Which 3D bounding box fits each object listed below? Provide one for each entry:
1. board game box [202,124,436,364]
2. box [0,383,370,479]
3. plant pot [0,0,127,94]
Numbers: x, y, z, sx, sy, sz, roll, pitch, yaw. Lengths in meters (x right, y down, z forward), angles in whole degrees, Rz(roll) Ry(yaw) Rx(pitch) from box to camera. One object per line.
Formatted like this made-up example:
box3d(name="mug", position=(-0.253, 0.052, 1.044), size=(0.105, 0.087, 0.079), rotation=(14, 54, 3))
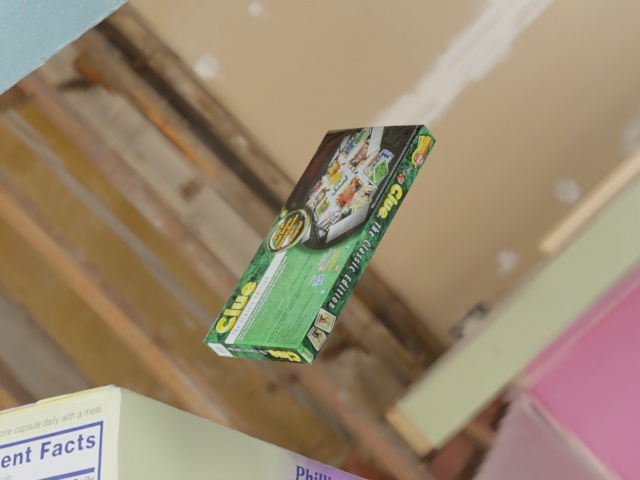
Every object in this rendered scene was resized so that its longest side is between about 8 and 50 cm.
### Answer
box3d(name="board game box", position=(0.000, 0.000, 1.635), size=(0.136, 0.259, 0.030), rotation=(4, 145, 46))
box3d(name="box", position=(-0.061, 0.208, 0.712), size=(0.213, 0.117, 0.242), rotation=(28, -126, -50))
box3d(name="plant pot", position=(-0.322, -0.245, 1.217), size=(0.248, 0.247, 0.252), rotation=(49, 174, 42))
